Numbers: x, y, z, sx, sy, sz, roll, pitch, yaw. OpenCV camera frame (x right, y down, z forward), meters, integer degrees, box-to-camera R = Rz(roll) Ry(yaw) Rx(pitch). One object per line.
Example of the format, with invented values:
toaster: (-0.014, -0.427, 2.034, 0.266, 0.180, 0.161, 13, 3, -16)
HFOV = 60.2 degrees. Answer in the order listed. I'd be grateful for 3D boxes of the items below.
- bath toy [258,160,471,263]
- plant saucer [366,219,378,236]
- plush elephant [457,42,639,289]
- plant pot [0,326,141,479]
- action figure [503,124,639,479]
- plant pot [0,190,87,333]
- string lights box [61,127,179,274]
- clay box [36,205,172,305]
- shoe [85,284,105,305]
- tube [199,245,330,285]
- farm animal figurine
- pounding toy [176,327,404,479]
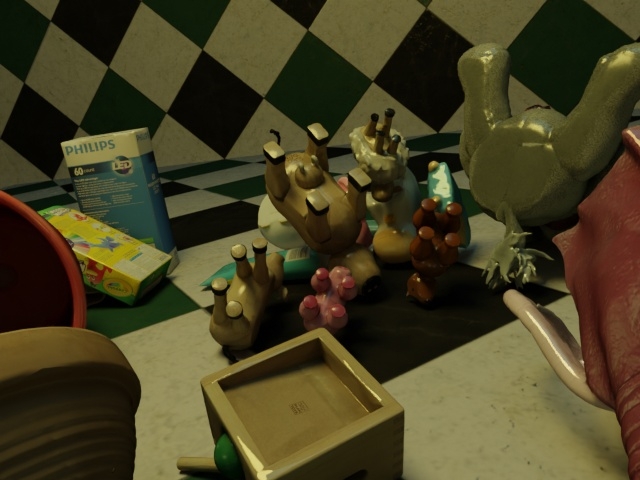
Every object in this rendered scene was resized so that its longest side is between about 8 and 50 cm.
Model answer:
bath toy: (0.060, -0.029, 0.908, 0.348, 0.151, 0.129, -4, -26, 29)
plant saucer: (0.103, -0.023, 1.049, 0.192, 0.018, 0.067, -3, 17, 23)
plush elephant: (0.340, -0.086, 0.759, 0.255, 0.329, 0.272, 8, 3, -42)
plant pot: (-0.195, 0.168, 0.310, 0.237, 0.237, 0.109, -23, 62, -40)
action figure: (0.197, 0.096, 0.291, 0.276, 0.248, 0.370, -38, 22, 41)
plant pot: (-0.400, 0.061, 0.640, 0.275, 0.274, 0.243, -13, 7, -13)
string lights box: (-0.354, -0.062, 0.994, 0.133, 0.259, 0.076, -7, 16, 5)
clay box: (-0.374, 0.018, 0.909, 0.222, 0.053, 0.127, 25, 18, 1)
shoe: (-0.429, 0.090, 0.834, 0.058, 0.076, 0.219, 42, 29, 21)
tube: (-0.088, 0.044, 0.880, 0.207, 0.052, 0.080, -8, 11, 21)
farm animal figurine: (0.000, 0.000, 0.734, 0.331, 0.172, 0.326, -13, 58, -12)
pounding toy: (-0.032, 0.153, 0.421, 0.141, 0.100, 0.130, -19, 33, -24)
